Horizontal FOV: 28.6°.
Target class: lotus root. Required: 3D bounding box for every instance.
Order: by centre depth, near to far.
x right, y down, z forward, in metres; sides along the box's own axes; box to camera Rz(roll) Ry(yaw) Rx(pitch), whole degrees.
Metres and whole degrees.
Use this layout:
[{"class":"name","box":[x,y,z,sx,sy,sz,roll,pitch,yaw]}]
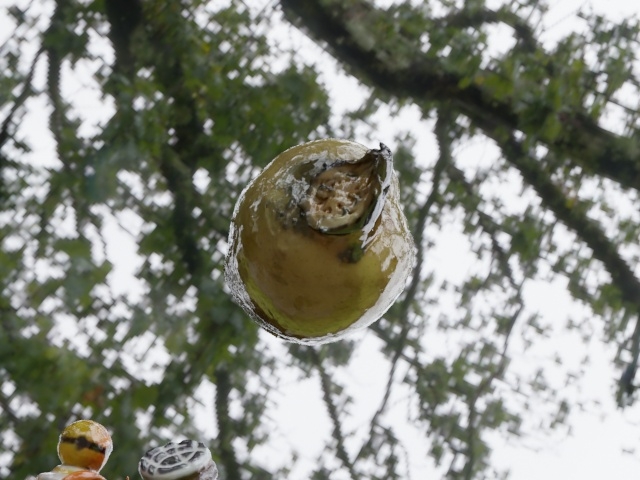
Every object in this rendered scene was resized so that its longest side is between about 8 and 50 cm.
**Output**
[{"class":"lotus root","box":[0.000,0.000,0.796,0.125,0.118,0.221,61,-18,6]}]

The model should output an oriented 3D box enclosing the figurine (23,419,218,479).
[{"class":"figurine","box":[-0.258,0.352,1.297,0.323,0.320,0.196,-2,-22,-3]}]
